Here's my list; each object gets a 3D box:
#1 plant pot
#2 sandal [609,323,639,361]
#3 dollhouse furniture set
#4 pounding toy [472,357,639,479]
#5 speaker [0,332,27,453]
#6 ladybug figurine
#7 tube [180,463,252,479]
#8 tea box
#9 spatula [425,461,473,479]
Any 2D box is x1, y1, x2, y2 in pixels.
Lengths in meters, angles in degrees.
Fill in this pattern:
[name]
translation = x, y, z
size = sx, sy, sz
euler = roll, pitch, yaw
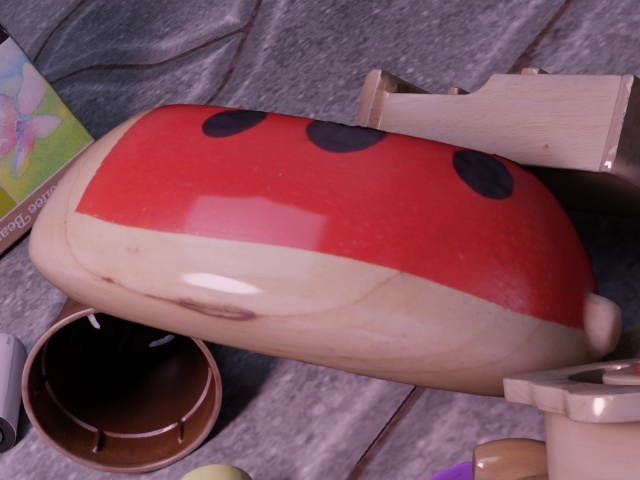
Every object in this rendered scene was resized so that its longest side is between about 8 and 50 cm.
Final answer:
[plant pot]
translation = -0.169, 0.092, 1.156
size = 0.167, 0.167, 0.165
euler = -30, 23, 11
[sandal]
translation = 0.299, 0.067, 0.804
size = 0.079, 0.088, 0.240
euler = -16, -3, -40
[dollhouse furniture set]
translation = 0.215, -0.229, 1.025
size = 0.256, 0.362, 0.394
euler = 9, 82, 48
[pounding toy]
translation = 0.191, 0.145, 0.739
size = 0.154, 0.155, 0.269
euler = -4, -2, -8
[speaker]
translation = -0.330, 0.155, 1.319
size = 0.055, 0.055, 0.136
euler = -29, 32, 12
[ladybug figurine]
translation = 0.000, 0.000, 0.934
size = 0.449, 0.305, 0.162
euler = 11, 90, 23
[tube]
translation = -0.064, 0.265, 0.902
size = 0.240, 0.062, 0.070
euler = -102, 26, -48
[tea box]
translation = -0.507, -0.134, 1.624
size = 0.329, 0.323, 0.220
euler = -43, 31, -9
[spatula]
translation = 0.116, 0.222, 0.803
size = 0.084, 0.030, 0.296
euler = -33, 30, -5
